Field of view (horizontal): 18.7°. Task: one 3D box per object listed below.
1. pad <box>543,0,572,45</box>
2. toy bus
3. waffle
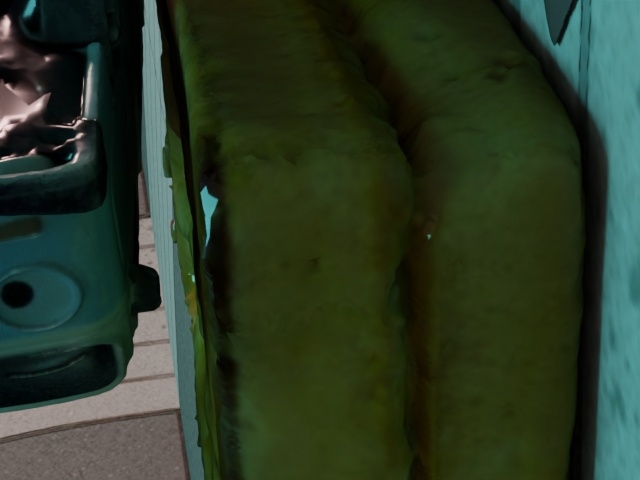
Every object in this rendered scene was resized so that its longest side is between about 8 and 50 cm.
[{"bbox_3d":[0.048,-0.154,0.468,0.113,0.006,0.187,104,158,-68],"label":"pad"},{"bbox_3d":[-0.121,-0.061,0.655,0.165,0.133,0.271,85,-179,-45],"label":"toy bus"},{"bbox_3d":[0.000,0.000,0.629,0.327,0.098,0.224,-105,13,-63],"label":"waffle"}]
